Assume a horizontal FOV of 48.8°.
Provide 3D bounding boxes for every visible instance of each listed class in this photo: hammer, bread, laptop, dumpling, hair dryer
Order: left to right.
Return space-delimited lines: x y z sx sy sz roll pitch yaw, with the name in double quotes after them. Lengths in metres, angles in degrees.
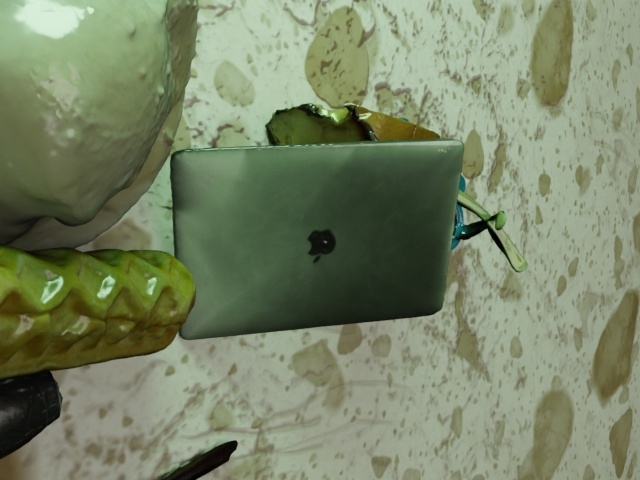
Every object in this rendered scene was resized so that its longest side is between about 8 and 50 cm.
-0.267 0.201 0.483 0.195 0.075 0.219 -17 114 -36 "hair dryer"
-0.183 0.046 0.486 0.098 0.087 0.269 -57 159 12 "bread"
-0.178 -0.076 0.487 0.243 0.175 0.227 -12 133 -22 "dumpling"
-0.143 0.230 0.645 0.178 0.021 0.065 -20 109 -48 "hammer"
0.000 0.000 0.655 0.268 0.015 0.188 -4 115 -15 "laptop"
0.025 -0.064 0.720 0.160 0.140 0.169 32 70 -50 "bread"

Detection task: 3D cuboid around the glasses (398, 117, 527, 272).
0.155 -0.028 0.859 0.102 0.207 0.239 -45 132 10 "glasses"
